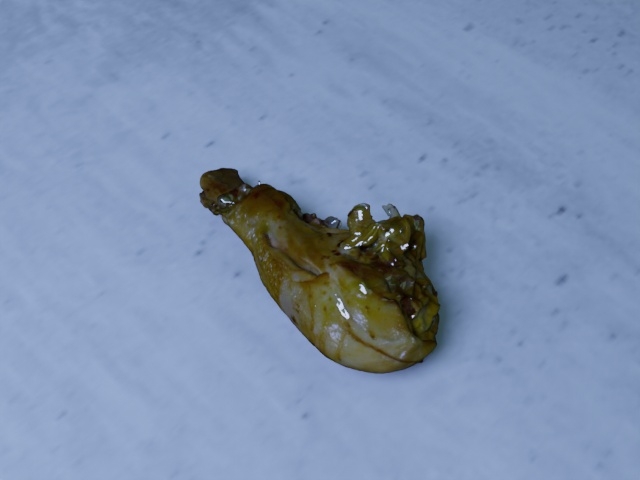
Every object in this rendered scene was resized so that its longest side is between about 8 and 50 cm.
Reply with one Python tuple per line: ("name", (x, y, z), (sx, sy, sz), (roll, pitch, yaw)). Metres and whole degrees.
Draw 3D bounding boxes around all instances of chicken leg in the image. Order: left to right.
("chicken leg", (-0.002, 0.002, 0.540), (0.207, 0.085, 0.101), (39, 107, 29))
